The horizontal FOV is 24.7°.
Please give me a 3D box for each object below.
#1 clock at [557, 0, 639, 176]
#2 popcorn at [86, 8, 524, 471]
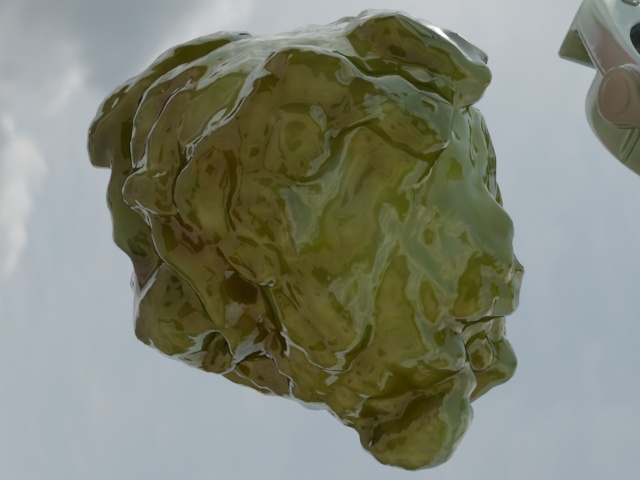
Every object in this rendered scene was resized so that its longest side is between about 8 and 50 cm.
[{"bbox_3d":[0.399,-0.140,1.559,0.324,0.265,0.108,-89,-161,-56],"label":"clock"},{"bbox_3d":[0.000,0.000,0.832,0.250,0.235,0.242,66,-11,-19],"label":"popcorn"}]
